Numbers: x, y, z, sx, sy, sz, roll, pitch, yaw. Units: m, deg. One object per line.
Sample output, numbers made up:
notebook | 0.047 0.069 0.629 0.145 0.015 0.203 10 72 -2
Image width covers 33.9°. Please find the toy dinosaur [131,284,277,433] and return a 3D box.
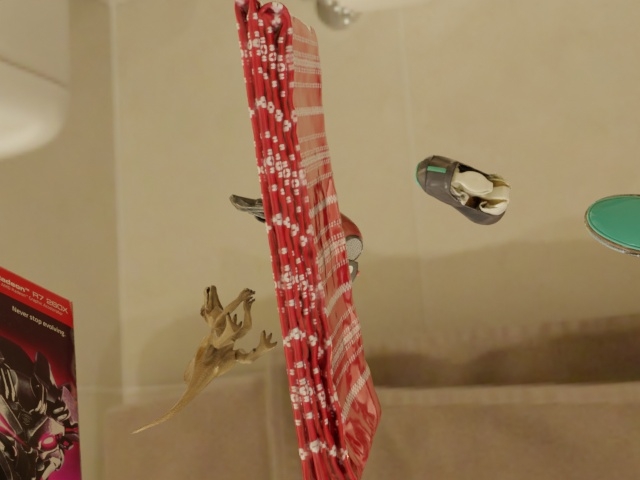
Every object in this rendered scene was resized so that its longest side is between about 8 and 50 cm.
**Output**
toy dinosaur | -0.088 0.097 0.875 0.093 0.183 0.053 -36 110 30

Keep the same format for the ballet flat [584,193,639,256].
ballet flat | 0.364 -0.007 1.060 0.188 0.070 0.070 9 175 27

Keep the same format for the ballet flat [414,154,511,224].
ballet flat | 0.209 -0.064 1.400 0.074 0.074 0.203 -14 157 40

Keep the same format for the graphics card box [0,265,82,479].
graphics card box | -0.308 0.166 0.854 0.094 0.371 0.233 -33 136 22

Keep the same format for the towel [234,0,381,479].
towel | 0.000 0.000 0.628 0.031 0.274 0.199 -8 -175 7

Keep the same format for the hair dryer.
hair dryer | -0.029 -0.038 1.652 0.224 0.080 0.293 36 -175 -7
